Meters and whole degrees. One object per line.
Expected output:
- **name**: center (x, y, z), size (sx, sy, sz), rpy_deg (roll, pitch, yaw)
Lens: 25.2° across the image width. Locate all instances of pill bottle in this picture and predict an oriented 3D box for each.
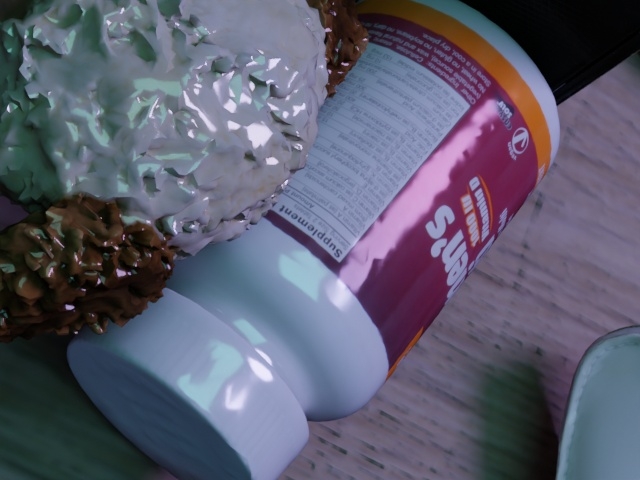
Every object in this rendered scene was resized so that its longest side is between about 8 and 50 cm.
- **pill bottle**: center (0.000, 0.000, 0.623), size (0.121, 0.121, 0.221), rpy_deg (43, 64, -5)

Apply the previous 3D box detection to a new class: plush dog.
- **plush dog**: center (-0.100, -0.085, 0.539), size (0.225, 0.210, 0.262), rpy_deg (34, 62, 12)

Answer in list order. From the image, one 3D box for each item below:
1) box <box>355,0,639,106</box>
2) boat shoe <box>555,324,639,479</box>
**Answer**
- **box**: center (0.031, -0.205, 0.623), size (0.322, 0.257, 0.079), rpy_deg (46, 63, -4)
- **boat shoe**: center (0.147, 0.180, 0.617), size (0.103, 0.113, 0.302), rpy_deg (18, 64, -54)
